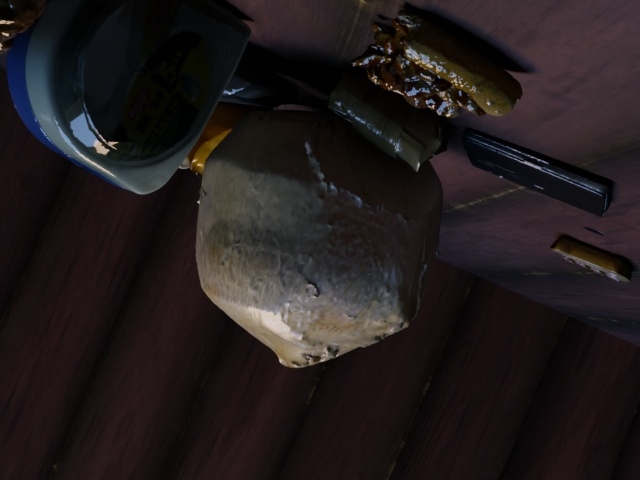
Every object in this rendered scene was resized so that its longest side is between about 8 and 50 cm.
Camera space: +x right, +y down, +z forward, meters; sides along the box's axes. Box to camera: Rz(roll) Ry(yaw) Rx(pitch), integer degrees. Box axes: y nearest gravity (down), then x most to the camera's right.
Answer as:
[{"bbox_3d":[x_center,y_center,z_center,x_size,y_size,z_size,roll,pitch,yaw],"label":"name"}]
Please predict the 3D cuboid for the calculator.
[{"bbox_3d":[0.508,0.038,2.145,0.157,0.033,0.236,22,179,17],"label":"calculator"}]

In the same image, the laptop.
[{"bbox_3d":[0.293,-0.090,1.554,0.207,0.026,0.154,23,178,15],"label":"laptop"}]

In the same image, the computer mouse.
[{"bbox_3d":[-0.139,-0.244,1.651,0.379,0.090,0.167,11,-176,11],"label":"computer mouse"}]

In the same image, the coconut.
[{"bbox_3d":[0.000,0.000,1.601,0.346,0.360,0.346,4,-171,-1],"label":"coconut"}]

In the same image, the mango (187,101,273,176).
[{"bbox_3d":[-0.133,-0.183,1.838,0.187,0.138,0.257,47,-160,-32],"label":"mango"}]

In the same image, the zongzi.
[{"bbox_3d":[0.094,-0.162,1.503,0.160,0.078,0.176,37,-166,5],"label":"zongzi"}]

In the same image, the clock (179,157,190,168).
[{"bbox_3d":[-0.245,-0.233,1.849,0.053,0.236,0.236,-22,163,13],"label":"clock"}]

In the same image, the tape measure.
[{"bbox_3d":[-0.236,-0.210,1.381,0.138,0.259,0.262,20,171,38],"label":"tape measure"}]

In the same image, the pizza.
[{"bbox_3d":[0.097,-0.173,1.168,0.154,0.069,0.194,24,176,-29],"label":"pizza"}]

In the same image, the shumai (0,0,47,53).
[{"bbox_3d":[-0.434,-0.305,1.253,0.346,0.217,0.283,23,171,6],"label":"shumai"}]
